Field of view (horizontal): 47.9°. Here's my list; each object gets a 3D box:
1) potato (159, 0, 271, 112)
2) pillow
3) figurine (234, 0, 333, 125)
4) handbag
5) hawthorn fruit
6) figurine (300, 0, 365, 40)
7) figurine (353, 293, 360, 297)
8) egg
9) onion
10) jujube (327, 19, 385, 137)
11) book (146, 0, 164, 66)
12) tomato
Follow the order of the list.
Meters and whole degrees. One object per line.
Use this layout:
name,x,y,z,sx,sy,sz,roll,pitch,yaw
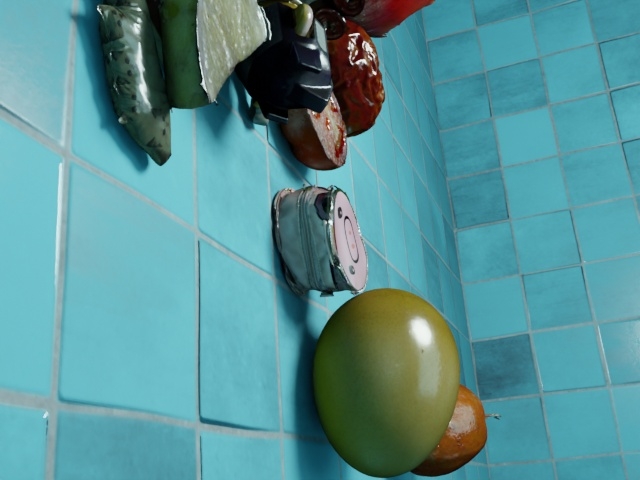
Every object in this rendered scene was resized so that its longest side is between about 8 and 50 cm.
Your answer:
potato,-0.155,-0.268,0.911,0.243,0.098,0.138,-68,145,-53
pillow,-0.219,-0.204,0.833,0.093,0.051,0.241,-21,102,-68
figurine,-0.068,-0.309,1.120,0.308,0.143,0.308,174,-90,-82
handbag,0.002,0.000,1.258,0.179,0.117,0.204,-8,88,-70
hawthorn fruit,0.286,0.412,1.621,0.211,0.299,0.211,175,-90,-68
figurine,-0.012,-0.478,1.326,0.167,0.281,0.370,27,25,-29
figurine,0.079,0.152,1.469,0.140,0.075,0.068,-57,132,-79
egg,0.110,0.237,1.225,0.250,0.250,0.322,53,35,-53
onion,0.121,-0.668,1.731,0.341,0.342,0.341,-11,90,-72
jujube,0.049,-0.343,1.542,0.174,0.174,0.250,-82,164,-45
book,-0.218,-0.433,1.014,0.373,0.028,0.262,-83,156,-45
tomato,-0.024,-0.236,1.375,0.225,0.085,0.224,-14,90,-69
